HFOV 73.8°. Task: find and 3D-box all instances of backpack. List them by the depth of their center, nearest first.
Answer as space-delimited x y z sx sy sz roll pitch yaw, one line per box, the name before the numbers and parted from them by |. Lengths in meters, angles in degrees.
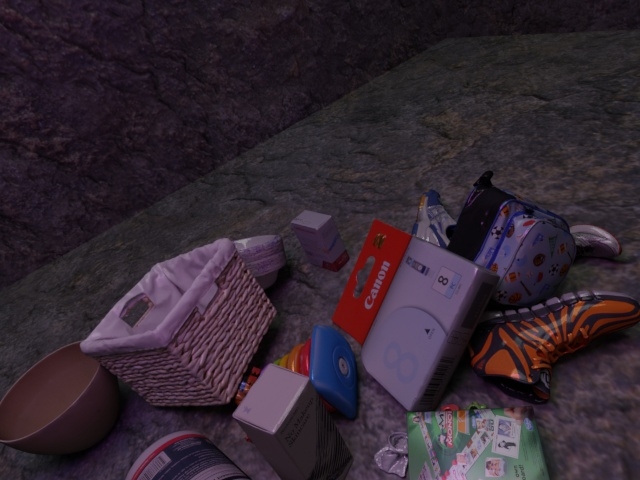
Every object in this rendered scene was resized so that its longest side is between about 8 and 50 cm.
backpack | 0.425 0.021 0.944 0.264 0.276 0.213 8 25 -34

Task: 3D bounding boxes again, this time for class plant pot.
plant pot | -0.641 0.431 1.106 0.284 0.190 0.284 -17 34 12

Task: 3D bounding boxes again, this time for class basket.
basket | -0.338 0.217 1.092 0.332 0.266 0.328 -18 29 34

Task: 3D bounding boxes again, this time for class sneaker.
sneaker | 0.449 0.213 0.816 0.321 0.124 0.180 -20 35 25
sneaker | 0.595 0.017 1.030 0.225 0.088 0.092 8 51 50
sneaker | 0.346 -0.043 1.265 0.131 0.111 0.296 9 44 15

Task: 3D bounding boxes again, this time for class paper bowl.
paper bowl | -0.247 0.082 1.342 0.285 0.147 0.284 -10 10 2

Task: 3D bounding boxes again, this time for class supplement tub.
supplement tub | -0.212 0.485 0.757 0.272 0.191 0.191 14 48 44

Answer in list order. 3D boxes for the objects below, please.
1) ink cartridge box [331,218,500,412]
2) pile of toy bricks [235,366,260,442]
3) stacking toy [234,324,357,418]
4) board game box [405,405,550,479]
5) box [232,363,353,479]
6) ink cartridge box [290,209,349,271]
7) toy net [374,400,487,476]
ink cartridge box | 0.160 0.134 0.959 0.385 0.091 0.308 32 102 51
pile of toy bricks | -0.120 0.355 0.851 0.118 0.212 0.105 19 43 4
stacking toy | -0.073 0.325 0.966 0.302 0.175 0.165 -26 35 23
board game box | 0.245 0.420 0.645 0.214 0.046 0.317 -11 45 20
box | -0.038 0.353 0.757 0.094 0.275 0.113 7 45 35
ink cartridge box | 0.000 0.000 1.330 0.128 0.175 0.072 16 50 45
toy net | 0.207 0.365 0.799 0.232 0.045 0.122 -17 34 11
